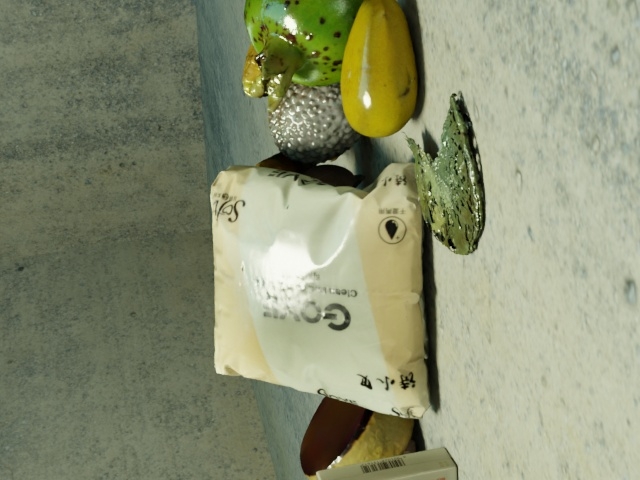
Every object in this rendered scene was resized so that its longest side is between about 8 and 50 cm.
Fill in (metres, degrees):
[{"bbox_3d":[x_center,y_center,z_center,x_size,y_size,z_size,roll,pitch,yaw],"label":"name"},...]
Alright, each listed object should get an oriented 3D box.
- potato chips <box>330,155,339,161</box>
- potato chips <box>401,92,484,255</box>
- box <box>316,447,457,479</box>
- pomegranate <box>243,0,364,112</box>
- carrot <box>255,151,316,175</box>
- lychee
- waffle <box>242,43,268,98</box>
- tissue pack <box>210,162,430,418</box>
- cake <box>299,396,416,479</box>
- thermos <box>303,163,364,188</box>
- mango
[{"bbox_3d":[0.031,-0.224,1.849,0.204,0.037,0.026,91,157,-44],"label":"potato chips"},{"bbox_3d":[0.156,-0.081,1.357,0.220,0.029,0.201,-168,66,-76],"label":"potato chips"},{"bbox_3d":[0.099,0.391,1.563,0.058,0.201,0.141,-124,29,-65],"label":"box"},{"bbox_3d":[-0.025,-0.307,1.544,0.211,0.263,0.211,28,150,18],"label":"pomegranate"},{"bbox_3d":[-0.036,-0.143,1.855,0.314,0.066,0.066,-43,-48,-62],"label":"carrot"},{"bbox_3d":[0.002,-0.216,1.736,0.165,0.197,0.165,44,168,12],"label":"lychee"},{"bbox_3d":[-0.054,-0.378,1.807,0.281,0.058,0.300,-55,17,22],"label":"waffle"},{"bbox_3d":[0.004,0.065,1.624,0.376,0.195,0.389,6,109,32],"label":"tissue pack"},{"bbox_3d":[0.087,0.344,1.746,0.185,0.178,0.207,-25,38,58],"label":"cake"},{"bbox_3d":[0.000,0.000,1.835,0.146,0.176,0.265,43,146,39],"label":"thermos"},{"bbox_3d":[0.082,-0.236,1.442,0.137,0.098,0.195,-113,25,-59],"label":"mango"}]
